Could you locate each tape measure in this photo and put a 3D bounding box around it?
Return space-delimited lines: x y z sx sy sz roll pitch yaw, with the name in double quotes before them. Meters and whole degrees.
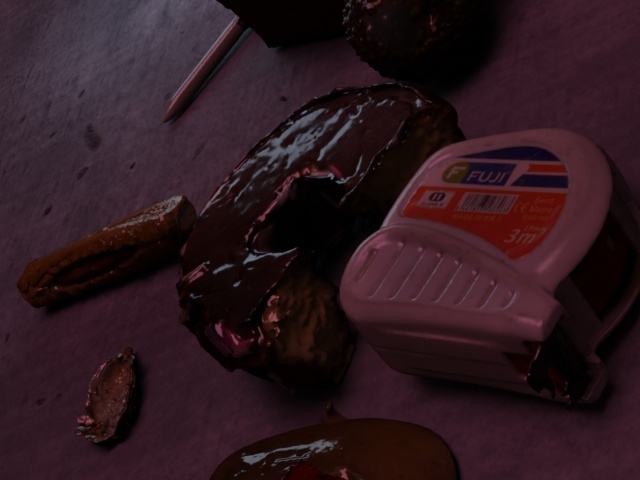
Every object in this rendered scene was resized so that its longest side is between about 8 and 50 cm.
"tape measure" 0.164 0.025 1.505 0.258 0.130 0.265 4 51 48

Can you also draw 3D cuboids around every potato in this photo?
"potato" -0.027 0.240 1.499 0.299 0.116 0.239 -26 32 26

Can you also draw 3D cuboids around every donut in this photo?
"donut" -0.009 -0.007 1.734 0.345 0.136 0.259 -53 30 -14

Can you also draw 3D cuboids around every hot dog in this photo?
"hot dog" -0.258 0.018 2.055 0.289 0.068 0.083 -24 15 38

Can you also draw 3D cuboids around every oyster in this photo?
"oyster" -0.222 0.169 1.875 0.086 0.029 0.132 1 51 42

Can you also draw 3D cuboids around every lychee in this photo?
"lychee" 0.099 -0.251 1.870 0.171 0.171 0.171 -30 35 24

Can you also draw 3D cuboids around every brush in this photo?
"brush" -0.114 -0.271 2.252 0.299 0.042 0.039 -54 33 -7

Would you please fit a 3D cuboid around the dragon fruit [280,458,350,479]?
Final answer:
"dragon fruit" 0.033 0.261 1.377 0.192 0.092 0.122 11 31 6

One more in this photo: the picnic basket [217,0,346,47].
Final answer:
"picnic basket" -0.044 -0.425 2.080 0.254 0.321 0.291 -4 53 43
